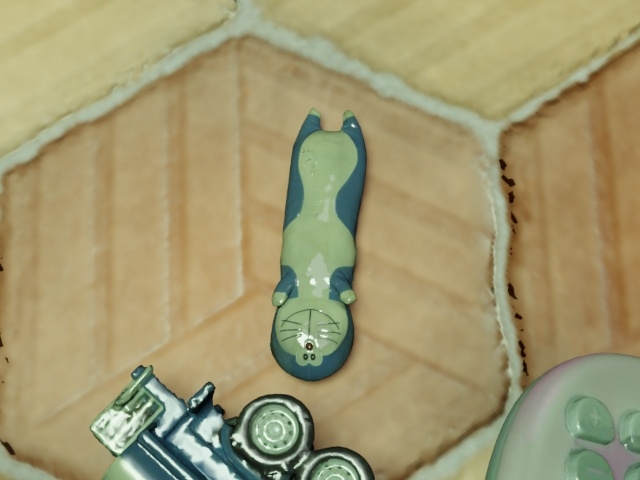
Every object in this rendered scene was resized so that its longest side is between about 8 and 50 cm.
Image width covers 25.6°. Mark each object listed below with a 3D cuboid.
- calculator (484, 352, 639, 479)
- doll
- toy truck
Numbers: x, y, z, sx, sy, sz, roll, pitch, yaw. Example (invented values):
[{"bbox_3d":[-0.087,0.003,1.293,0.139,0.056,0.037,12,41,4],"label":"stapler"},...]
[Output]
[{"bbox_3d":[0.128,0.184,0.512,0.185,0.041,0.299,16,59,-33],"label":"calculator"},{"bbox_3d":[0.000,0.000,0.618,0.037,0.027,0.125,2,73,7],"label":"doll"},{"bbox_3d":[-0.006,0.128,0.556,0.201,0.074,0.088,41,77,10],"label":"toy truck"}]
